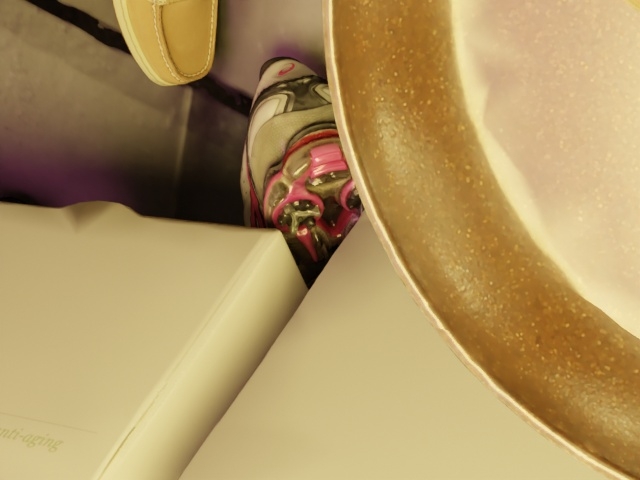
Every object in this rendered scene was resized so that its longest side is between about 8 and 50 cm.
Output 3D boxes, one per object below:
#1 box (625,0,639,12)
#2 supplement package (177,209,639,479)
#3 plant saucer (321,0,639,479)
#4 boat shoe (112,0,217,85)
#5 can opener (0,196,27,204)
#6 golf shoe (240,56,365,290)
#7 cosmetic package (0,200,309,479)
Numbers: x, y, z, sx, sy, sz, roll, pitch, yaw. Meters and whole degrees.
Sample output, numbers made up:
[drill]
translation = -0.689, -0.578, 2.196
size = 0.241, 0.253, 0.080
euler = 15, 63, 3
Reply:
[box]
translation = 0.093, -0.170, 0.384
size = 0.164, 0.021, 0.201
euler = 37, 115, 6
[supplement package]
translation = 0.089, 0.158, 0.622
size = 0.178, 0.175, 0.293
euler = 11, 139, 32
[plant saucer]
translation = 0.154, -0.062, 0.433
size = 0.311, 0.050, 0.310
euler = 6, 107, 19
[boat shoe]
translation = -0.060, -0.127, 0.673
size = 0.045, 0.050, 0.135
euler = 17, 127, 33
[can opener]
translation = -0.178, 0.058, 0.804
size = 0.059, 0.186, 0.073
euler = -2, 145, 4
[golf shoe]
translation = 0.000, 0.000, 0.716
size = 0.186, 0.068, 0.086
euler = 90, 164, -47
[cosmetic package]
translation = -0.065, 0.164, 0.743
size = 0.197, 0.155, 0.365
euler = 5, 137, 35
